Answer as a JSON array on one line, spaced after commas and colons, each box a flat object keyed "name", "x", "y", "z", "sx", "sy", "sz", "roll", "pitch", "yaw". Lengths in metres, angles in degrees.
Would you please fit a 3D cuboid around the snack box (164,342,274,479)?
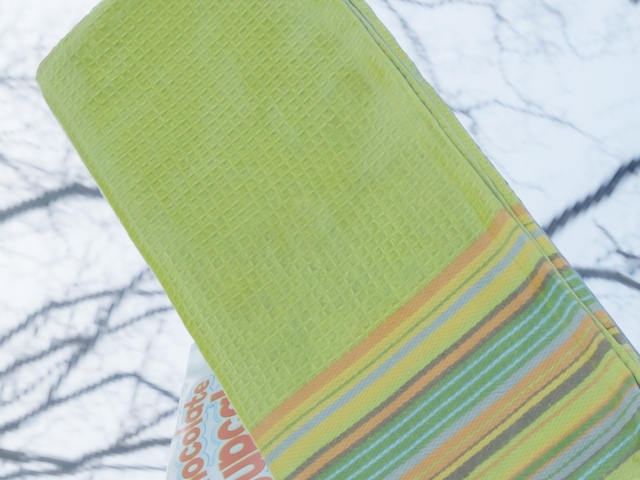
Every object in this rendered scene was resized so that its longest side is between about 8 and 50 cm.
[{"name": "snack box", "x": 0.059, "y": 0.189, "z": 0.623, "sx": 0.060, "sy": 0.322, "sz": 0.187, "roll": -26, "pitch": -149, "yaw": 22}]

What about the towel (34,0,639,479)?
[{"name": "towel", "x": 0.000, "y": 0.000, "z": 0.530, "sx": 0.102, "sy": 0.021, "sz": 0.237, "roll": -42, "pitch": -121, "yaw": 12}]
